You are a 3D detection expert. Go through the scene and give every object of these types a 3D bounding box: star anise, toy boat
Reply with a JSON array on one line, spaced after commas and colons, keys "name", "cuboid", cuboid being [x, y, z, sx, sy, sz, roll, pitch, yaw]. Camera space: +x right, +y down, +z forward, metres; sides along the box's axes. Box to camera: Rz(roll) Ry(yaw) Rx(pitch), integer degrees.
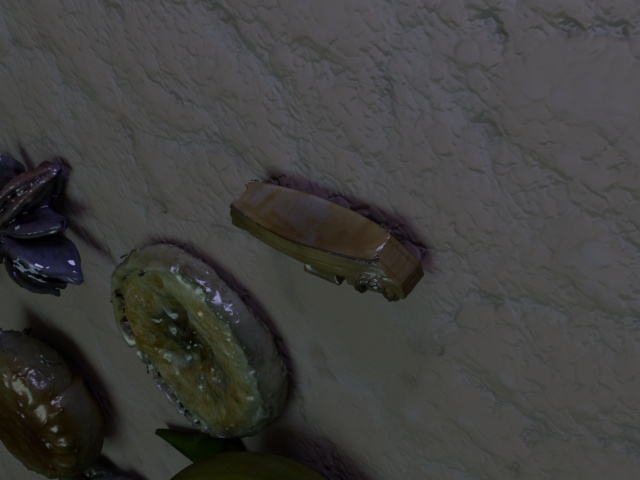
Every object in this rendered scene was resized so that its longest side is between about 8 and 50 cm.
[{"name": "star anise", "cuboid": [-0.369, -0.022, 1.293, 0.229, 0.093, 0.236, 46, 141, 16]}, {"name": "toy boat", "cuboid": [0.000, 0.000, 0.928, 0.206, 0.064, 0.072, 24, 154, 36]}]

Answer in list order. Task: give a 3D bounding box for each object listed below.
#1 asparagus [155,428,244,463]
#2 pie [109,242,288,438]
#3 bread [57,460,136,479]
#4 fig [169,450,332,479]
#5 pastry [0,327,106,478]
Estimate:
[{"name": "asparagus", "cuboid": [-0.166, 0.275, 1.369, 0.178, 0.041, 0.045, -3, 110, 50]}, {"name": "pie", "cuboid": [-0.146, 0.124, 1.199, 0.274, 0.055, 0.274, 28, 138, 29]}, {"name": "bread", "cuboid": [-0.334, 0.451, 1.657, 0.337, 0.102, 0.183, 10, 128, 42]}, {"name": "fig", "cuboid": [-0.067, 0.352, 1.169, 0.271, 0.239, 0.239, -20, 107, 31]}, {"name": "pastry", "cuboid": [-0.423, 0.246, 1.562, 0.236, 0.121, 0.257, 39, 141, 11]}]
